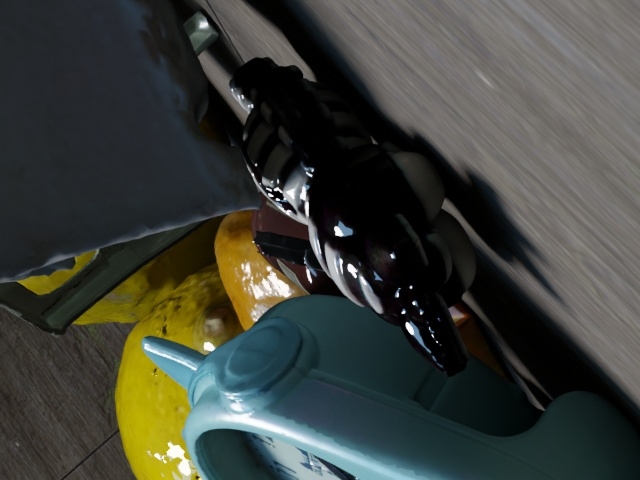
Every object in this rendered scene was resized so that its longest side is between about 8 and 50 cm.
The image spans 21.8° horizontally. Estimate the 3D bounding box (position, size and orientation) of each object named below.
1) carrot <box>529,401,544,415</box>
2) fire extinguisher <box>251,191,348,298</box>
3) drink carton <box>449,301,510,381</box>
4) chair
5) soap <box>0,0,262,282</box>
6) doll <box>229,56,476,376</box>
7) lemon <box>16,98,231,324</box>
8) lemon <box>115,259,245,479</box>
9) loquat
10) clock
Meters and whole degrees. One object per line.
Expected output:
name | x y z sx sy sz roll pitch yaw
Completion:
carrot | 0.170 0.166 0.952 0.256 0.061 0.061 37 170 28
fire extinguisher | 0.000 0.000 0.933 0.099 0.071 0.231 10 -175 -11
drink carton | 0.073 0.109 1.075 0.071 0.096 0.223 46 174 37
chair | -0.194 -0.071 1.110 0.203 0.274 0.190 45 173 31
soap | -0.150 -0.097 0.887 0.258 0.159 0.302 64 178 0
doll | 0.015 -0.021 0.769 0.219 0.067 0.091 54 170 51
lemon | -0.207 -0.053 1.462 0.268 0.268 0.322 46 170 45
lemon | -0.039 0.132 1.353 0.258 0.258 0.310 48 175 25
loquat | -0.011 0.020 1.166 0.137 0.113 0.137 163 90 -74
clock | 0.035 0.118 0.874 0.274 0.094 0.223 24 153 23
